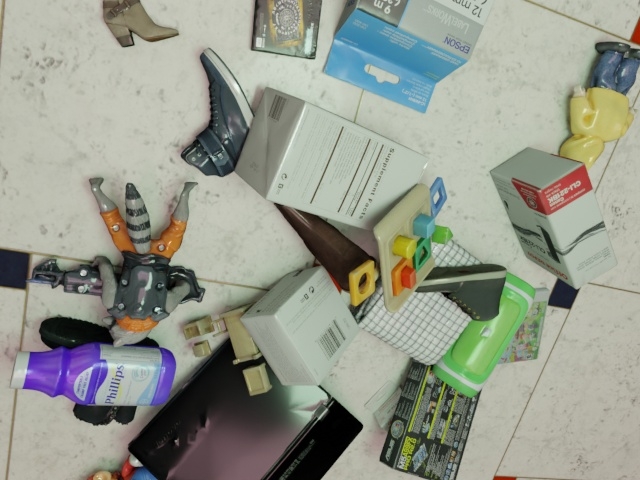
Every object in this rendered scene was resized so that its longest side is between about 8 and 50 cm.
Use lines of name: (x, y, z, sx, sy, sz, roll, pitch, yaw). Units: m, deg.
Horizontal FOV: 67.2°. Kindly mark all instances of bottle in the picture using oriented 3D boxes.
bottle: (-0.433, 0.258, 0.935, 0.283, 0.092, 0.118, 14, 98, -31)

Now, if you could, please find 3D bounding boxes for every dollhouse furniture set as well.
dollhouse furniture set: (-0.194, 0.246, 1.068, 0.161, 0.101, 0.181, -18, 88, 18)

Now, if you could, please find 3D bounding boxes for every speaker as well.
speaker: (0.390, 0.219, 1.156, 0.131, 0.131, 0.296, 33, 88, -21)

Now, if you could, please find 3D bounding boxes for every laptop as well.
laptop: (-0.149, 0.474, 1.164, 0.382, 0.236, 0.408, -46, 142, -12)

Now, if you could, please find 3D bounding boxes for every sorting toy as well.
sorting toy: (0.174, 0.019, 0.909, 0.348, 0.047, 0.196, -42, 132, -35)

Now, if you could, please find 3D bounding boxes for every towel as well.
towel: (0.235, 0.120, 1.128, 0.235, 0.121, 0.283, 32, 96, -15)

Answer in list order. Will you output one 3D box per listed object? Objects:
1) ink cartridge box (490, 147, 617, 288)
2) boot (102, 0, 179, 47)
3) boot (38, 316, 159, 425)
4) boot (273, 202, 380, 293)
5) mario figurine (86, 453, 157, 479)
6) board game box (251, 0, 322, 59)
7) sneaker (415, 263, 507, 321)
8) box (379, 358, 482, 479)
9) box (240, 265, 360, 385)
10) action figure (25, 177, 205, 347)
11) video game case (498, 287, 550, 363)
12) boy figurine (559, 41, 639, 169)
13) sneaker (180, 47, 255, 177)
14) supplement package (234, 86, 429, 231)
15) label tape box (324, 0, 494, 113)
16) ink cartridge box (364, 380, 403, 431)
ink cartridge box: (0.524, -0.053, 1.090, 0.114, 0.197, 0.272, -33, 113, 1)
boot: (-0.321, -0.396, 0.854, 0.119, 0.042, 0.086, -17, 105, -14)
boot: (-0.493, 0.289, 1.028, 0.247, 0.094, 0.207, 21, 100, -25)
boot: (0.000, 0.000, 0.958, 0.207, 0.248, 0.090, 42, 90, -20)
mario figurine: (-0.414, 0.587, 1.107, 0.321, 0.170, 0.198, -23, 72, -12)
board game box: (-0.059, -0.446, 0.904, 0.126, 0.026, 0.186, 3, 108, -15)
sneaker: (0.294, 0.121, 1.032, 0.222, 0.083, 0.118, -4, 103, -9)
box: (0.287, 0.462, 1.227, 0.216, 0.060, 0.270, 28, 75, -25)
box: (-0.038, 0.180, 1.025, 0.181, 0.119, 0.181, -43, 109, -43)
action figure: (-0.392, 0.047, 0.927, 0.342, 0.178, 0.330, 0, 99, -17)
video game case: (0.506, 0.232, 1.282, 0.193, 0.023, 0.212, -4, 110, -12)
boy figurine: (0.637, -0.290, 1.090, 0.177, 0.092, 0.285, 7, 108, -16)
sneaker: (-0.211, -0.228, 0.914, 0.163, 0.086, 0.226, -29, 114, -5)
supplement package: (0.021, -0.145, 0.915, 0.293, 0.177, 0.175, 15, 105, -35)
label tape box: (0.185, -0.445, 0.916, 0.249, 0.115, 0.347, 16, 103, -18)
ink cartridge box: (0.217, 0.465, 1.277, 0.181, 0.061, 0.104, 41, 94, -22)
